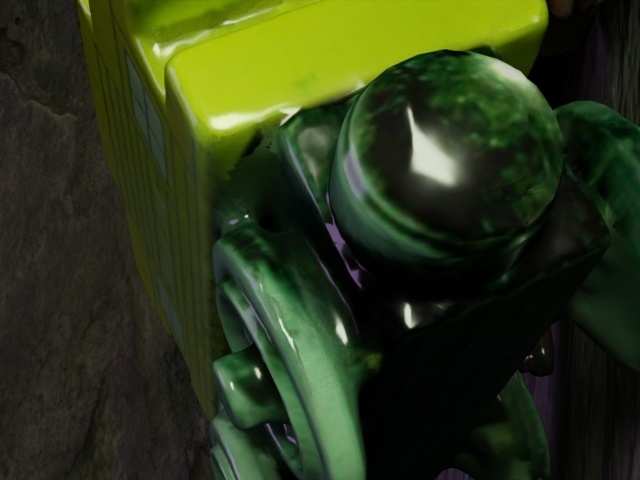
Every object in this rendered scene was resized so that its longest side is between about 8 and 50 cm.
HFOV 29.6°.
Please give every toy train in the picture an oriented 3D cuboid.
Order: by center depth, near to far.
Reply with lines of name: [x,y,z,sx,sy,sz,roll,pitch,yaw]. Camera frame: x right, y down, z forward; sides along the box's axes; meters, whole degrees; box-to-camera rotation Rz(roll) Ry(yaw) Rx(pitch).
toy train: [0.000,0.000,0.548,0.272,0.179,0.442,63,166,19]

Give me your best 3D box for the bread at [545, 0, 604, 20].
bread: [0.080,-0.285,0.544,0.277,0.167,0.324,93,-177,-48]

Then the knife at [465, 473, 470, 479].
knife: [0.133,0.166,1.071,0.014,0.005,0.091,66,-152,-84]

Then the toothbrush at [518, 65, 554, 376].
toothbrush: [0.129,-0.043,0.780,0.364,0.041,0.040,-84,-2,-51]

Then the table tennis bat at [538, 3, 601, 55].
table tennis bat: [0.042,-0.221,0.664,0.050,0.198,0.320,-50,54,39]
